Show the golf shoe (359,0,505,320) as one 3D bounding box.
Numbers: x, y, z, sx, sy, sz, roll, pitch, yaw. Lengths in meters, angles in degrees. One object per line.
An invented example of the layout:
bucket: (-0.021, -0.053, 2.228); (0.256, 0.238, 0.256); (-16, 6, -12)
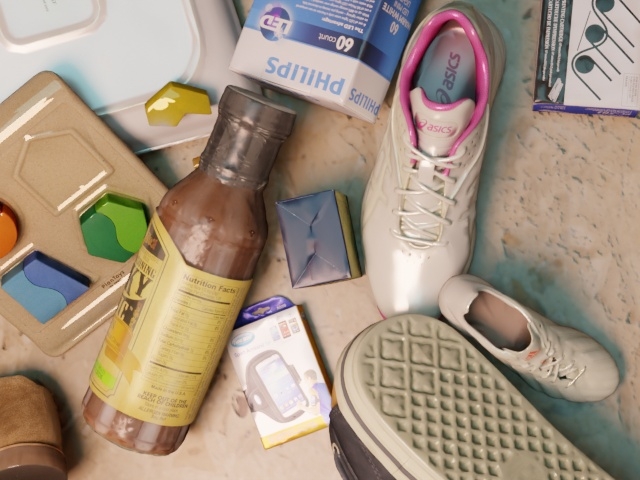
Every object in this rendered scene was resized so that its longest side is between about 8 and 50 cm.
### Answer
golf shoe: (0.093, -0.068, 0.974); (0.115, 0.140, 0.306); (8, 92, 9)

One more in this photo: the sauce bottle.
sauce bottle: (-0.117, 0.026, 1.009); (0.111, 0.111, 0.344); (24, 98, 10)

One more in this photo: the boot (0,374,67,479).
boot: (-0.389, 0.233, 1.091); (0.305, 0.112, 0.115); (-23, 55, 13)

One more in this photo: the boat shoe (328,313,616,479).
boat shoe: (0.185, 0.284, 0.931); (0.186, 0.156, 0.500); (-34, 75, -33)

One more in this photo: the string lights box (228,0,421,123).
string lights box: (0.027, -0.254, 1.002); (0.133, 0.076, 0.260); (22, 93, 28)

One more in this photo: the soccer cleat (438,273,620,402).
soccer cleat: (0.189, 0.094, 0.961); (0.196, 0.076, 0.068); (31, 93, -14)

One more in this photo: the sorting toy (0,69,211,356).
sorting toy: (-0.220, -0.043, 1.026); (0.307, 0.041, 0.229); (-37, 117, 8)

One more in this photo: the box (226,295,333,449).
box: (-0.039, 0.125, 1.049); (0.081, 0.028, 0.136); (-22, 87, 9)

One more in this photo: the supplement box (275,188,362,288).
supplement box: (0.000, 0.000, 1.015); (0.056, 0.083, 0.083); (-11, 87, 9)

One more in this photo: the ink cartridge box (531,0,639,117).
ink cartridge box: (0.251, -0.220, 0.994); (0.097, 0.046, 0.207); (6, 89, 10)

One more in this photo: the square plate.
square plate: (-0.261, -0.235, 1.029); (0.344, 0.049, 0.347); (-16, 96, -2)
